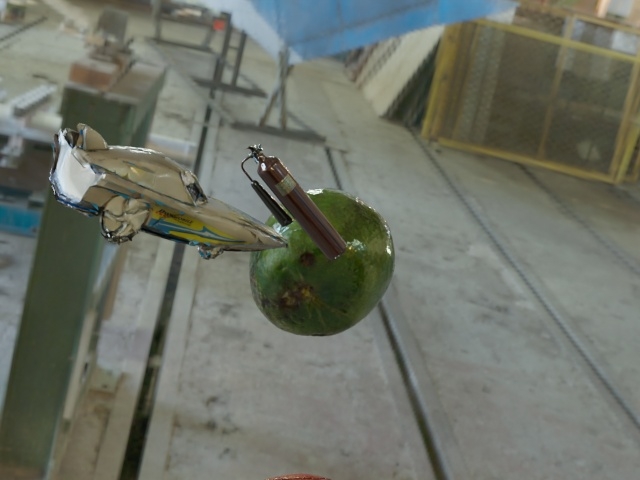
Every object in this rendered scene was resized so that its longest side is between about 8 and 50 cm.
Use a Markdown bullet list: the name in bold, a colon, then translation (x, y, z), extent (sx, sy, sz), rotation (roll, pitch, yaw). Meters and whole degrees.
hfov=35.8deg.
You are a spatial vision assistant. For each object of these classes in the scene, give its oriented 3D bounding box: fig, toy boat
- **fig**: translation (0.000, 0.000, 1.379), extent (0.203, 0.203, 0.235), rotation (11, 35, -10)
- **toy boat**: translation (-0.100, -0.022, 0.710), extent (0.210, 0.066, 0.084), rotation (20, 10, -43)

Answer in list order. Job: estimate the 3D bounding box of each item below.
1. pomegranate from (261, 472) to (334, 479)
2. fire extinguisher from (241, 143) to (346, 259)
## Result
- **pomegranate**: translation (-0.026, 0.289, 0.764), extent (0.235, 0.210, 0.210), rotation (3, 20, -41)
- **fire extinguisher**: translation (-0.036, -0.044, 1.107), extent (0.049, 0.173, 0.035), rotation (-10, 37, 47)
